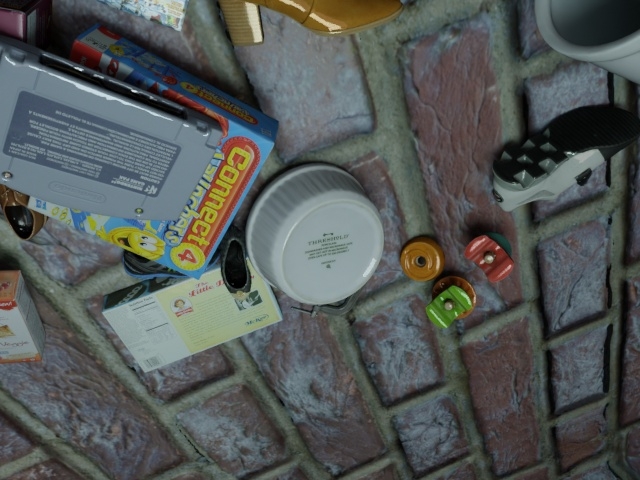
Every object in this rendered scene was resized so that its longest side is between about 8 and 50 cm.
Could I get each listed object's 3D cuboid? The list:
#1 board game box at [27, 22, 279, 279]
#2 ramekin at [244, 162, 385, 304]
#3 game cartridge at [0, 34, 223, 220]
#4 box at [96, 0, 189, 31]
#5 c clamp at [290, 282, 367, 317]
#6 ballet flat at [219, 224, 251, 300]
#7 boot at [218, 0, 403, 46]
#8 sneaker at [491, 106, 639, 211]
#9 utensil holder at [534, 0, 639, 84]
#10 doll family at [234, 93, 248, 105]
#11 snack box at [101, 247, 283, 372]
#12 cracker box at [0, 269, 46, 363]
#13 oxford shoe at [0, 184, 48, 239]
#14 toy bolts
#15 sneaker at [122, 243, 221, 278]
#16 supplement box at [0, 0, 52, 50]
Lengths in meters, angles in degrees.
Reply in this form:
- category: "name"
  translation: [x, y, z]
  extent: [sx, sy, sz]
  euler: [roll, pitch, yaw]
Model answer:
- category: "board game box"
  translation: [-0.269, -0.122, 0.832]
  extent: [0.301, 0.086, 0.308]
  euler: [25, 121, -15]
- category: "ramekin"
  translation: [0.000, 0.000, 0.992]
  extent: [0.272, 0.127, 0.273]
  euler: [-11, 119, -22]
- category: "game cartridge"
  translation: [-0.305, -0.126, 0.697]
  extent: [0.294, 0.060, 0.196]
  euler: [17, 121, -33]
- category: "box"
  translation: [-0.261, -0.380, 0.762]
  extent: [0.136, 0.027, 0.094]
  euler: [13, 119, -24]
- category: "c clamp"
  translation: [0.030, 0.121, 1.177]
  extent: [0.137, 0.022, 0.161]
  euler: [22, 114, -27]
- category: "ballet flat"
  translation: [-0.165, 0.050, 0.986]
  extent: [0.057, 0.049, 0.173]
  euler: [-8, 124, -5]
- category: "boot"
  translation: [-0.021, -0.416, 0.762]
  extent: [0.294, 0.104, 0.212]
  euler: [-10, 125, -5]
- category: "sneaker"
  translation: [0.506, -0.166, 1.086]
  extent: [0.330, 0.123, 0.146]
  euler: [-23, 144, -2]
- category: "utensil holder"
  translation: [0.608, -0.397, 0.825]
  extent: [0.384, 0.328, 0.328]
  euler: [11, 119, -24]
- category: "doll family"
  translation: [-0.187, -0.167, 0.895]
  extent: [0.192, 0.076, 0.112]
  euler: [-16, 127, 8]
- category: "snack box"
  translation: [-0.258, 0.142, 1.082]
  extent: [0.321, 0.060, 0.187]
  euler: [-20, 124, -3]
- category: "cracker box"
  translation: [-0.609, 0.147, 0.940]
  extent: [0.155, 0.067, 0.232]
  euler: [-1, 141, -15]
- category: "oxford shoe"
  translation: [-0.500, -0.098, 0.849]
  extent: [0.075, 0.076, 0.213]
  euler: [-8, 122, -9]
- category: "toy bolts"
  translation: [0.316, 0.049, 1.178]
  extent: [0.228, 0.158, 0.218]
  euler: [-41, 84, 24]
- category: "sneaker"
  translation: [-0.285, 0.028, 0.997]
  extent: [0.187, 0.067, 0.078]
  euler: [-5, 130, -10]
- category: "supplement box"
  translation: [-0.423, -0.287, 0.676]
  extent: [0.103, 0.188, 0.081]
  euler: [7, 121, -20]
